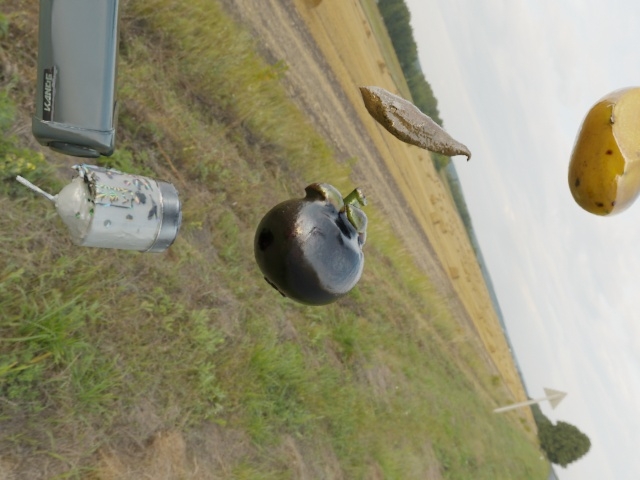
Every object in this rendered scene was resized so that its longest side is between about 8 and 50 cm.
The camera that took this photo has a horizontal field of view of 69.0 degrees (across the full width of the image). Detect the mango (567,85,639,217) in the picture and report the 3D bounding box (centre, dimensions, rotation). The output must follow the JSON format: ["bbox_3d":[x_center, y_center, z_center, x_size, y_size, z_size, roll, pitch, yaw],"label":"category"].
[{"bbox_3d":[0.574,-0.163,0.911,0.290,0.159,0.191,-61,167,-22],"label":"mango"}]

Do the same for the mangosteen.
[{"bbox_3d":[0.000,0.000,1.062,0.275,0.302,0.275,41,-6,5],"label":"mangosteen"}]

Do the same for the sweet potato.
[{"bbox_3d":[0.140,-0.176,0.719,0.205,0.060,0.068,30,42,6],"label":"sweet potato"}]

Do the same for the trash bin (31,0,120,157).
[{"bbox_3d":[-0.323,-0.233,0.633,0.177,0.101,0.236,-118,-140,-54],"label":"trash bin"}]

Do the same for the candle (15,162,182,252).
[{"bbox_3d":[-0.485,-0.073,1.041,0.330,0.187,0.188,8,61,-45],"label":"candle"}]
